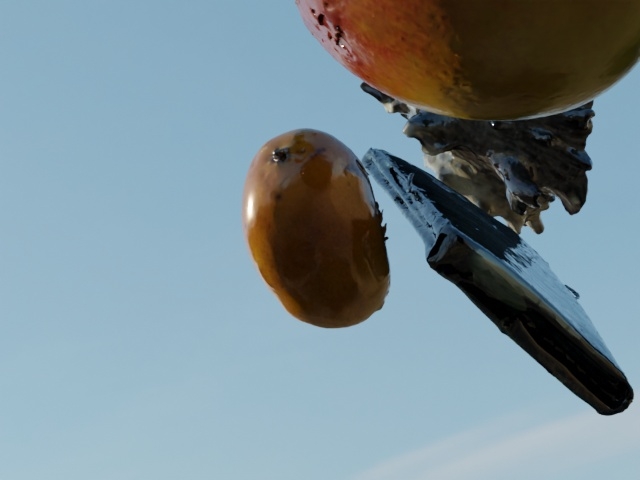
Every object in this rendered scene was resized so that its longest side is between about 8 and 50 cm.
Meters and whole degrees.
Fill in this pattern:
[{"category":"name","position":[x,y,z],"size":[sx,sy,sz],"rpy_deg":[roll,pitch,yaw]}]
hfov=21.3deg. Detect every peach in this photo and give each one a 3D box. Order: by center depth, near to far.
[{"category":"peach","position":[0.096,-0.177,1.003],"size":[0.231,0.231,0.231],"rpy_deg":[-13,-21,-5]}]

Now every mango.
[{"category":"mango","position":[0.002,-0.001,1.200],"size":[0.084,0.159,0.105],"rpy_deg":[-2,35,48]}]

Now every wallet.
[{"category":"wallet","position":[0.132,0.015,1.346],"size":[0.046,0.191,0.379],"rpy_deg":[-51,14,8]}]

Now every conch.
[{"category":"conch","position":[0.179,-0.100,1.742],"size":[0.186,0.240,0.313],"rpy_deg":[-39,18,-16]}]
